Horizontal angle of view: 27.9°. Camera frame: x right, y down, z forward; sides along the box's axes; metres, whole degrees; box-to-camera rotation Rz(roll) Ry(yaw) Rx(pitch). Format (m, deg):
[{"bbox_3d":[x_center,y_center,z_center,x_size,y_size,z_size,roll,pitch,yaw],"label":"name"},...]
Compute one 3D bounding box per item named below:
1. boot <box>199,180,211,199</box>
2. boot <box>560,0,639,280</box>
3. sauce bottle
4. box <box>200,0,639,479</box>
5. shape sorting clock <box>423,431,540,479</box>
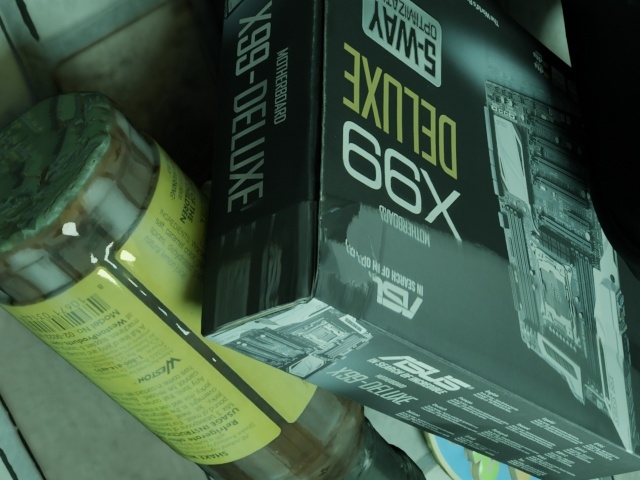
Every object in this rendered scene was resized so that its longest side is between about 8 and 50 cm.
[{"bbox_3d":[0.000,0.000,0.750,0.084,0.059,0.158,-52,129,-19],"label":"boot"},{"bbox_3d":[0.156,-0.159,0.695,0.260,0.131,0.348,46,30,-42],"label":"boot"},{"bbox_3d":[-0.051,0.068,0.694,0.111,0.111,0.344,-51,130,-14],"label":"sauce bottle"},{"bbox_3d":[0.072,-0.020,0.712,0.307,0.076,0.242,29,53,-41],"label":"box"},{"bbox_3d":[0.151,0.084,0.911,0.206,0.040,0.206,-14,114,-36],"label":"shape sorting clock"}]
